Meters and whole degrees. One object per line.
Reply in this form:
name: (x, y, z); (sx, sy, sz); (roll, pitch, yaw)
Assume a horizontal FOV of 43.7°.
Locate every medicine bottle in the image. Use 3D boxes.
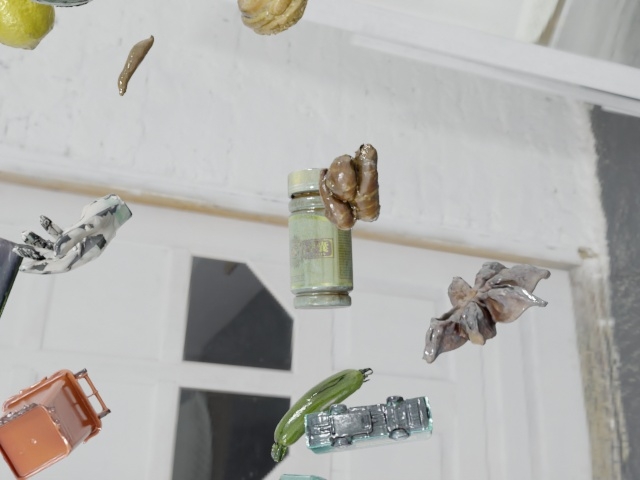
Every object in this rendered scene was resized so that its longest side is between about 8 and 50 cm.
medicine bottle: (0.000, 0.000, 1.899); (0.151, 0.151, 0.322); (158, 112, -69)

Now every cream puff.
cream puff: (-0.095, -0.516, 1.696); (0.189, 0.129, 0.189); (-30, 50, 43)

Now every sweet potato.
sweet potato: (-0.281, -0.263, 1.191); (0.115, 0.026, 0.026); (-67, 13, -21)

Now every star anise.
star anise: (0.225, 0.079, 1.075); (0.172, 0.063, 0.208); (-26, 11, 30)

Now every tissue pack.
tissue pack: (-0.736, 0.094, 1.661); (0.073, 0.173, 0.235); (-7, 64, 59)

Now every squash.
squash: (-0.008, 0.393, 1.902); (0.080, 0.318, 0.071); (47, 167, 14)

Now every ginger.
ginger: (0.044, -0.085, 1.291); (0.073, 0.103, 0.162); (49, 155, 39)

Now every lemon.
lemon: (-0.721, -0.551, 1.880); (0.193, 0.181, 0.180); (65, 160, -4)

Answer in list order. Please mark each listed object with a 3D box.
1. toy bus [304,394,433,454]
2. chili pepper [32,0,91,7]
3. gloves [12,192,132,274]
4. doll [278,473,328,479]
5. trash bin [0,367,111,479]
toy bus: (0.101, 0.382, 1.645); (0.109, 0.262, 0.091); (67, -164, -61)
chili pepper: (-0.284, -0.360, 0.760); (0.249, 0.257, 0.233); (-38, 75, 25)
gloves: (-0.439, -0.002, 1.422); (0.128, 0.212, 0.111); (23, 149, 38)
doll: (-0.031, 0.651, 1.713); (0.260, 0.162, 0.177); (-75, -16, -55)
trash bin: (-0.525, 0.356, 1.553); (0.161, 0.184, 0.239); (61, 172, -5)
